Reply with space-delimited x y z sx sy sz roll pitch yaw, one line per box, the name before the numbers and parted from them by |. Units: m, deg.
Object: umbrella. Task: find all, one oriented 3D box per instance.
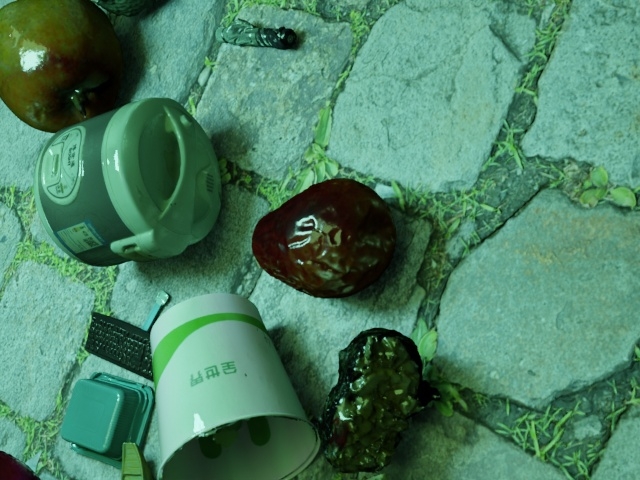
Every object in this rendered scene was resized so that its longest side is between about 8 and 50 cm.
umbrella | -0.119 -0.379 2.022 0.188 0.046 0.050 14 91 43

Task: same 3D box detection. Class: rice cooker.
rice cooker | -0.334 -0.098 1.945 0.277 0.288 0.288 -12 69 34

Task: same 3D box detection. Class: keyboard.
keyboard | -0.347 0.197 2.019 0.250 0.017 0.087 17 95 39

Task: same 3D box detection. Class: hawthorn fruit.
hawthorn fruit | -0.519 -0.339 2.177 0.268 0.268 0.301 -39 61 21

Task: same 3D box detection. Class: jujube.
jujube | 0.000 0.000 1.744 0.255 0.190 0.190 -7 71 53

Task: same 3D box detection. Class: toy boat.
toy boat | -0.331 0.439 1.904 0.065 0.066 0.172 -6 72 38

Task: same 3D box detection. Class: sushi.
sushi | 0.086 0.240 1.604 0.212 0.147 0.115 -66 16 5

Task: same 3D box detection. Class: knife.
knife | -0.306 0.136 2.018 0.027 0.010 0.096 36 100 38

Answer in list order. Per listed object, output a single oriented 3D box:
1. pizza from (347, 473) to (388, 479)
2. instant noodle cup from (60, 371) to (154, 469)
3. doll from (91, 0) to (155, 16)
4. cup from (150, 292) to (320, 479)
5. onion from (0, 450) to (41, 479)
pizza | 0.073 0.438 1.606 0.188 0.081 0.204 -35 65 50
instant noodle cup | -0.395 0.321 1.990 0.179 0.070 0.157 8 79 39
doll | -0.380 -0.625 2.173 0.247 0.247 0.349 6 87 38
cup | -0.156 0.242 1.735 0.253 0.253 0.274 -38 50 21
onion | -0.668 0.528 2.007 0.398 0.398 0.420 -62 9 4
